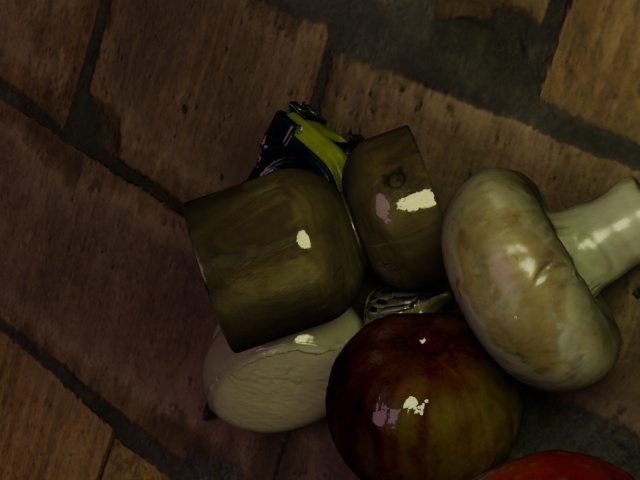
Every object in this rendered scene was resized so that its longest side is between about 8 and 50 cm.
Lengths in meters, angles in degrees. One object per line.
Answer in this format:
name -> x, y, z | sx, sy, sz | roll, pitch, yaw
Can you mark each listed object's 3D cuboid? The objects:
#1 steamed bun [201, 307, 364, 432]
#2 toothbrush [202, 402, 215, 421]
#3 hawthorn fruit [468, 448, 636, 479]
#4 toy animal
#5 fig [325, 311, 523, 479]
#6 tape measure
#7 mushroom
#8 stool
steamed bun -> -0.043, 0.135, 1.890 | 0.228, 0.177, 0.130 | -40, 39, 39
toothbrush -> -0.082, 0.108, 2.028 | 0.031, 0.023, 0.321 | 50, 121, 36
hawthorn fruit -> 0.254, 0.323, 1.547 | 0.330, 0.287, 0.287 | -47, 57, 15
toy animal -> 0.100, 0.078, 1.801 | 0.137, 0.098, 0.098 | -55, 55, 34
fig -> 0.120, 0.239, 1.714 | 0.217, 0.217, 0.321 | 21, 131, 43
tape measure -> -0.014, -0.047, 1.895 | 0.186, 0.112, 0.199 | 40, 108, 28
mushroom -> 0.245, 0.021, 1.591 | 0.243, 0.243, 0.243 | -1, 88, 44
stool -> 0.000, 0.000, 1.733 | 0.264, 0.179, 0.179 | -20, 71, 2
